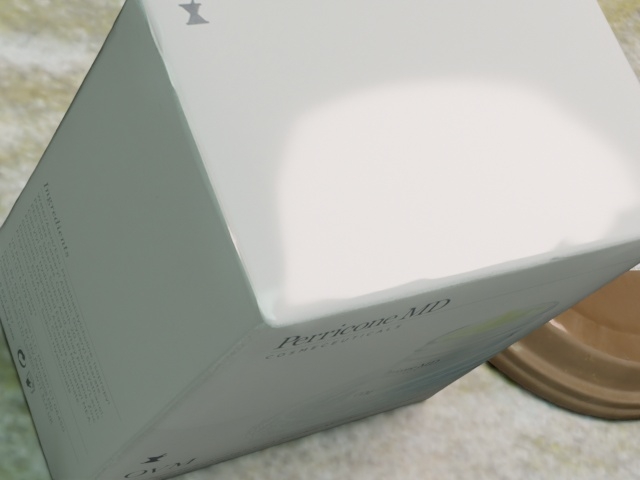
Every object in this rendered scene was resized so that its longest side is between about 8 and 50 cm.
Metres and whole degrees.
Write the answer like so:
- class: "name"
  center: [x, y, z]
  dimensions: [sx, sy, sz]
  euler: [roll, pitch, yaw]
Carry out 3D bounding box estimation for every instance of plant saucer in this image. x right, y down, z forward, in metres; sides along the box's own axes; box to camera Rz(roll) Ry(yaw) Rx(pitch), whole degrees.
- class: "plant saucer"
  center: [0.170, -0.021, 0.754]
  dimensions: [0.277, 0.041, 0.278]
  euler: [15, 56, -24]

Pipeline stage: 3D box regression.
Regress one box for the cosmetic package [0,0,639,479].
- class: "cosmetic package"
  center: [0.000, 0.000, 0.520]
  dimensions: [0.224, 0.225, 0.138]
  euler: [-11, 69, -34]
